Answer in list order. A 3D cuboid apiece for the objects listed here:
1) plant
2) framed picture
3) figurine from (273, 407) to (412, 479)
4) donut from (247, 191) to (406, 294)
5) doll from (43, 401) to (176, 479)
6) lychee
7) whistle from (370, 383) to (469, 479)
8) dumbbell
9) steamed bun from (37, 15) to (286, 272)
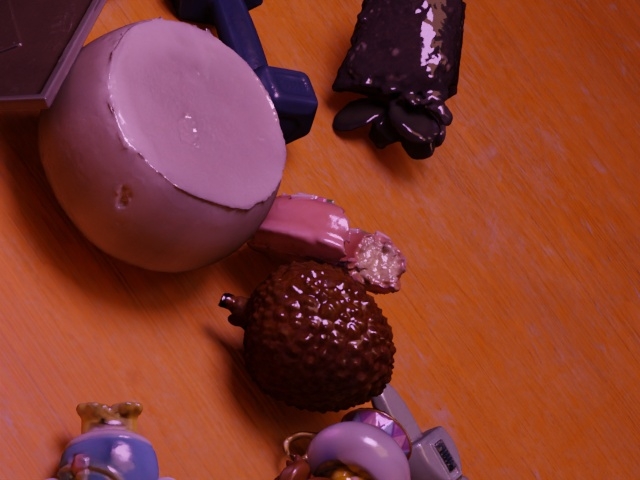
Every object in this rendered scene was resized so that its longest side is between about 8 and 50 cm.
[{"bbox_3d":[0.134,-0.273,2.125,0.188,0.199,0.276,39,61,-76],"label":"plant"},{"bbox_3d":[-0.384,-0.250,1.630,0.289,0.213,0.016,-76,159,-46],"label":"framed picture"},{"bbox_3d":[0.017,0.318,1.596,0.190,0.142,0.263,22,38,14],"label":"figurine"},{"bbox_3d":[0.000,0.000,1.787,0.233,0.199,0.085,32,73,-57],"label":"donut"},{"bbox_3d":[-0.223,0.288,1.410,0.135,0.099,0.241,24,43,-37],"label":"doll"},{"bbox_3d":[-0.016,0.119,1.676,0.238,0.200,0.200,24,40,2],"label":"lychee"},{"bbox_3d":[0.136,0.304,1.751,0.253,0.106,0.102,61,8,2],"label":"whistle"},{"bbox_3d":[-0.117,-0.289,1.949,0.144,0.160,0.324,-12,65,-15],"label":"dumbbell"},{"bbox_3d":[-0.205,-0.110,1.661,0.324,0.206,0.324,26,47,-32],"label":"steamed bun"}]
